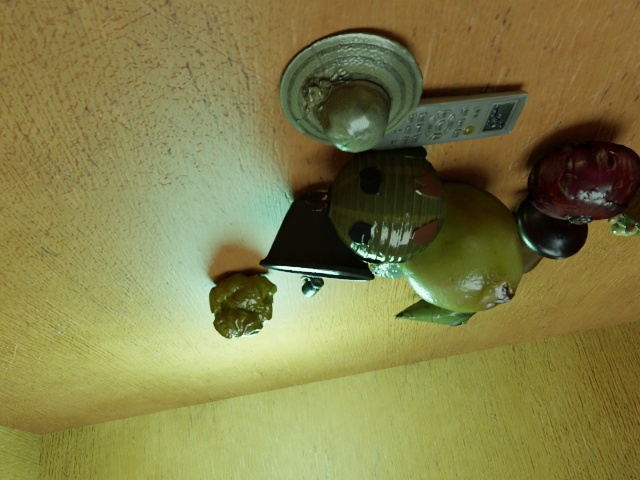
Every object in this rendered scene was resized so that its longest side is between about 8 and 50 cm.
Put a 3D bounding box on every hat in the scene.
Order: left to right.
[{"bbox_3d":[0.055,-0.208,1.006,0.251,0.110,0.252,-2,144,-1],"label":"hat"}]

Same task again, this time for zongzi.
[{"bbox_3d":[0.442,0.218,2.170,0.289,0.123,0.260,4,148,-21],"label":"zongzi"}]

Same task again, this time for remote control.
[{"bbox_3d":[0.235,-0.239,1.156,0.312,0.055,0.109,-9,146,-13],"label":"remote control"}]

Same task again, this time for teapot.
[{"bbox_3d":[-0.029,0.136,1.878,0.049,0.064,0.083,-33,170,-40],"label":"teapot"}]

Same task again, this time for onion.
[{"bbox_3d":[0.597,-0.130,1.380,0.246,0.190,0.246,3,168,1],"label":"onion"}]

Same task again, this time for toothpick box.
[{"bbox_3d":[0.580,-0.014,1.641,0.192,0.192,0.294,-4,160,-15],"label":"toothpick box"}]

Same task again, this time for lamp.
[{"bbox_3d":[0.110,-0.079,1.230,0.284,0.250,0.250,5,155,-1],"label":"lamp"}]

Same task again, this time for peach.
[{"bbox_3d":[0.328,0.011,1.441,0.314,0.316,0.282,-3,140,0],"label":"peach"}]

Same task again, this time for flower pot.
[{"bbox_3d":[0.000,0.000,1.387,0.268,0.166,0.269,6,176,0],"label":"flower pot"}]

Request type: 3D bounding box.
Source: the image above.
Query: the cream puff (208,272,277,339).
[{"bbox_3d":[-0.233,0.196,1.761,0.194,0.195,0.221,8,146,-37],"label":"cream puff"}]

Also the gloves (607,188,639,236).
[{"bbox_3d":[0.905,-0.102,1.611,0.356,0.155,0.203,-21,166,-17],"label":"gloves"}]

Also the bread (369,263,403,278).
[{"bbox_3d":[0.228,0.056,1.732,0.232,0.064,0.172,-12,146,35],"label":"bread"}]
